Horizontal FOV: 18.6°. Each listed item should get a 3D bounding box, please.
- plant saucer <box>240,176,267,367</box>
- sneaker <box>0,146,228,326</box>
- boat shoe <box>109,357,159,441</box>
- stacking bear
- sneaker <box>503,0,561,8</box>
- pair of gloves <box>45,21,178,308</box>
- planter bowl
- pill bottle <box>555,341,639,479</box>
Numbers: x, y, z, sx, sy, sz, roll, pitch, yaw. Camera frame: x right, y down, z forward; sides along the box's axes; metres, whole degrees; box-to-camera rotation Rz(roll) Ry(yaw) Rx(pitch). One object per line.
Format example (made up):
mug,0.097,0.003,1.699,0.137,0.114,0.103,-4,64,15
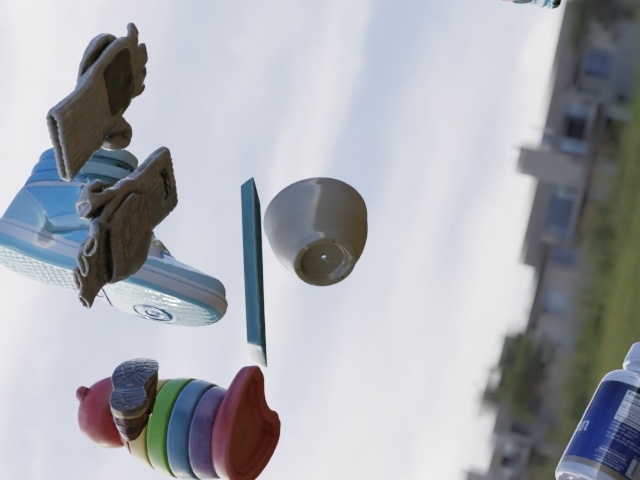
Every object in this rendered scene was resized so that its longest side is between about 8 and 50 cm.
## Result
plant saucer,-0.070,0.033,2.028,0.067,0.018,0.192,80,-173,-64
sneaker,-0.240,-0.027,2.444,0.127,0.319,0.208,91,-161,-66
boat shoe,-0.262,0.221,2.735,0.178,0.064,0.060,-84,-7,-67
stacking bear,-0.232,0.274,2.945,0.175,0.289,0.164,72,-146,-44
sneaker,0.184,-0.324,1.952,0.262,0.125,0.104,81,-166,-54
pair of gloves,-0.207,-0.078,1.897,0.204,0.042,0.240,-64,-28,-48
planter bowl,0.000,0.000,2.946,0.109,0.162,0.162,-104,8,-50
pill bottle,0.321,0.194,2.033,0.169,0.094,0.094,-59,-24,-20
